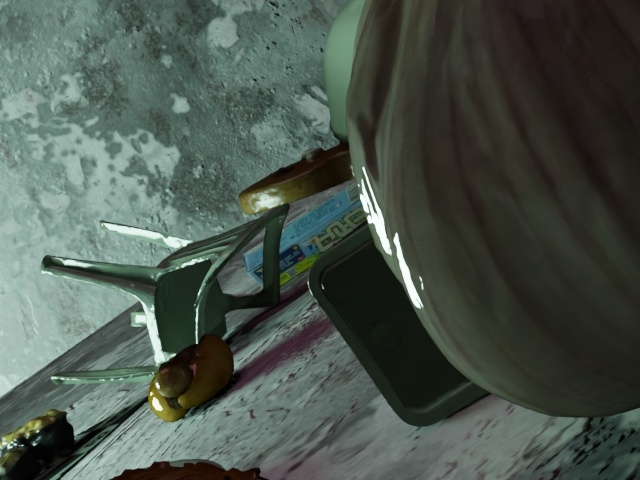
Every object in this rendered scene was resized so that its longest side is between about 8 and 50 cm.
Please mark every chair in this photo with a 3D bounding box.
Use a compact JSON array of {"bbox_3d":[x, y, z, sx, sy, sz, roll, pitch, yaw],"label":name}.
[{"bbox_3d":[-0.163,0.055,1.710,0.274,0.191,0.203,1,22,24],"label":"chair"}]

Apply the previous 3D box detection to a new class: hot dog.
[{"bbox_3d":[-0.130,0.134,1.448,0.090,0.060,0.140,-36,8,22],"label":"hot dog"}]

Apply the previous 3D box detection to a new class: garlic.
[{"bbox_3d":[0.151,-0.082,0.675,0.317,0.259,0.317,-37,24,19],"label":"garlic"}]

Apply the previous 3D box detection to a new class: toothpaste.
[{"bbox_3d":[0.000,0.000,1.907,0.193,0.070,0.044,-32,35,13],"label":"toothpaste"}]

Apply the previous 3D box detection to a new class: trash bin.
[{"bbox_3d":[0.107,0.001,0.957,0.164,0.122,0.240,-33,4,16],"label":"trash bin"}]

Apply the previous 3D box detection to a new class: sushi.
[{"bbox_3d":[-0.368,0.266,1.682,0.292,0.059,0.294,-30,6,33],"label":"sushi"}]

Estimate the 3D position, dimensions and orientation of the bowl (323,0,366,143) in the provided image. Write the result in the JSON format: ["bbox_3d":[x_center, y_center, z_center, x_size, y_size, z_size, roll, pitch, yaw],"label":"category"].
[{"bbox_3d":[0.153,-0.268,1.823,0.354,0.185,0.354,-18,16,5],"label":"bowl"}]

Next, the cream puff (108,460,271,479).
[{"bbox_3d":[-0.080,0.168,0.410,0.240,0.164,0.240,-21,17,7],"label":"cream puff"}]

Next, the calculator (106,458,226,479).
[{"bbox_3d":[-0.171,0.221,1.045,0.188,0.042,0.302,-40,9,-39],"label":"calculator"}]

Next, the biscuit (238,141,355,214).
[{"bbox_3d":[0.095,-0.134,1.904,0.432,0.064,0.283,-20,6,-5],"label":"biscuit"}]
